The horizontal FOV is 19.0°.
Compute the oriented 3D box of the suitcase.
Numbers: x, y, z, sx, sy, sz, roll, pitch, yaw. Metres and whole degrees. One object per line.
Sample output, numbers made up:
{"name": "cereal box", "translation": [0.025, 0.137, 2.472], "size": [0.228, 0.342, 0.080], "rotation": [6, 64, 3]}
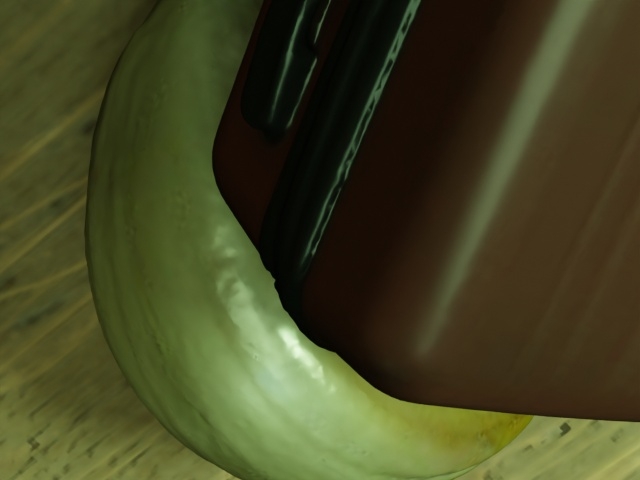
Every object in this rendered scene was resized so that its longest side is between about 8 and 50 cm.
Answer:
{"name": "suitcase", "translation": [0.112, -0.090, 0.636], "size": [0.236, 0.161, 0.297], "rotation": [7, 118, -35]}

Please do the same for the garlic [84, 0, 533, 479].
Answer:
{"name": "garlic", "translation": [-0.013, 0.004, 0.773], "size": [0.164, 0.145, 0.245], "rotation": [-37, 113, -13]}
